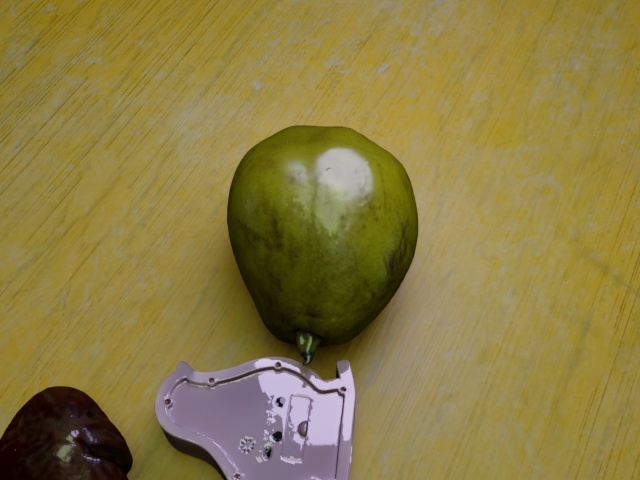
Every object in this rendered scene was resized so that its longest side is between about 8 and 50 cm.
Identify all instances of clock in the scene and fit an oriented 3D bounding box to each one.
[{"bbox_3d":[-0.093,0.301,1.002,0.275,0.080,0.290,4,55,0],"label":"clock"}]

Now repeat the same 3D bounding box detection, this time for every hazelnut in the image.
[{"bbox_3d":[-0.336,0.286,0.959,0.178,0.178,0.204,-6,51,-6],"label":"hazelnut"}]

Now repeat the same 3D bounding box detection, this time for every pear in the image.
[{"bbox_3d":[0.000,0.000,1.088,0.287,0.287,0.375,6,69,1],"label":"pear"}]
